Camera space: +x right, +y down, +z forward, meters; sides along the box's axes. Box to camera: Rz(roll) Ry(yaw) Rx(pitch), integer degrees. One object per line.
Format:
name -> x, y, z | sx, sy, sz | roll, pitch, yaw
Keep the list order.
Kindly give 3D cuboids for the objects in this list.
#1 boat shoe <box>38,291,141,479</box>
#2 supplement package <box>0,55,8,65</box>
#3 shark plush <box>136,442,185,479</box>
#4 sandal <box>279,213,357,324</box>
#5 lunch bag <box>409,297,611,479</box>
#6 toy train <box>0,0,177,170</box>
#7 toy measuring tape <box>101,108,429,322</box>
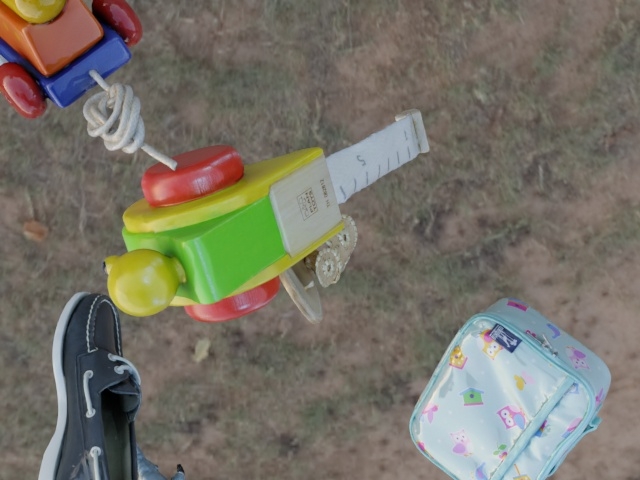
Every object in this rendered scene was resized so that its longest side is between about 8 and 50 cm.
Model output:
boat shoe -> -0.245, 0.188, 1.083 | 0.091, 0.302, 0.114 | -15, 148, 16
supplement package -> -0.484, -0.194, 1.057 | 0.293, 0.177, 0.175 | -30, 102, 9
shark plush -> -0.201, 0.324, 1.252 | 0.161, 0.067, 0.073 | 45, 158, 9
sandal -> -0.004, -0.005, 0.950 | 0.079, 0.240, 0.088 | -34, 110, 6
lunch bag -> 0.270, 0.237, 1.360 | 0.108, 0.224, 0.279 | -18, 141, -51
toy train -> -0.181, -0.154, 0.613 | 0.105, 0.248, 0.143 | -41, 145, -14
toy measuring tape -> -0.041, -0.029, 0.694 | 0.121, 0.330, 0.121 | 16, 121, 29
